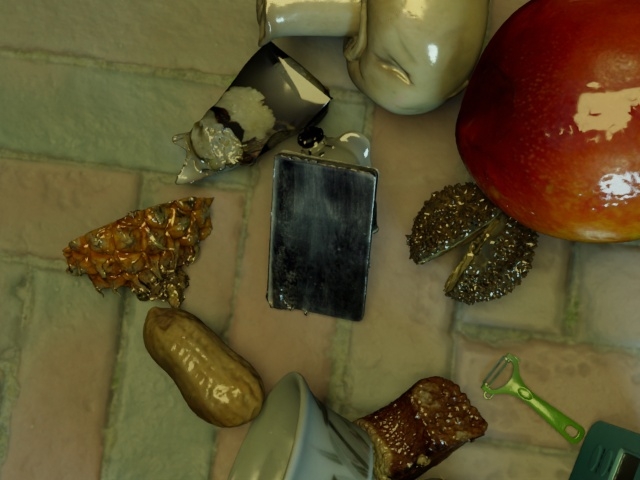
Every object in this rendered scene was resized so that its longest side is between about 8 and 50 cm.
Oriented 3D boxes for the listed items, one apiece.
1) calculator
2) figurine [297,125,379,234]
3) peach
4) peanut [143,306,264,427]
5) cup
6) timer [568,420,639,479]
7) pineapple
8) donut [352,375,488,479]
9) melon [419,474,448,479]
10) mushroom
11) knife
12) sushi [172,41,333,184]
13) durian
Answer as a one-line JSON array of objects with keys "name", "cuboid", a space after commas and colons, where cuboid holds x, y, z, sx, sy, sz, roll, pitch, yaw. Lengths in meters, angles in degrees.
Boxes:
[{"name": "calculator", "cuboid": [0.000, 0.000, 1.685, 0.161, 0.021, 0.262, 12, 119, 11]}, {"name": "figurine", "cuboid": [0.022, -0.087, 1.710, 0.147, 0.126, 0.192, -31, 112, -9]}, {"name": "peach", "cuboid": [0.371, -0.172, 1.562, 0.388, 0.388, 0.388, -1, 82, 6]}, {"name": "peanut", "cuboid": [-0.183, 0.189, 1.708, 0.236, 0.120, 0.110, 40, 93, 21]}, {"name": "cup", "cuboid": [-0.028, 0.371, 1.581, 0.163, 0.347, 0.347, 22, 85, -11]}, {"name": "timer", "cuboid": [0.391, 0.368, 1.549, 0.091, 0.250, 0.232, 23, 85, 8]}, {"name": "pineapple", "cuboid": [-0.273, 0.032, 1.728, 0.249, 0.140, 0.164, -14, 83, 1]}, {"name": "donut", "cuboid": [0.128, 0.293, 1.663, 0.186, 0.144, 0.126, -44, 69, 42]}, {"name": "melon", "cuboid": [0.140, 0.482, 1.575, 0.223, 0.223, 0.317, 23, 92, 9]}, {"name": "mushroom", "cuboid": [0.077, -0.344, 1.647, 0.336, 0.314, 0.314, 1, 83, -6]}, {"name": "knife", "cuboid": [0.321, 0.246, 1.689, 0.166, 0.022, 0.078, 39, 93, 10]}, {"name": "sushi", "cuboid": [-0.108, -0.174, 1.762, 0.273, 0.109, 0.134, -43, 84, 14]}, {"name": "durian", "cuboid": [0.229, -0.006, 1.678, 0.196, 0.167, 0.196, 2, 83, -19]}]
